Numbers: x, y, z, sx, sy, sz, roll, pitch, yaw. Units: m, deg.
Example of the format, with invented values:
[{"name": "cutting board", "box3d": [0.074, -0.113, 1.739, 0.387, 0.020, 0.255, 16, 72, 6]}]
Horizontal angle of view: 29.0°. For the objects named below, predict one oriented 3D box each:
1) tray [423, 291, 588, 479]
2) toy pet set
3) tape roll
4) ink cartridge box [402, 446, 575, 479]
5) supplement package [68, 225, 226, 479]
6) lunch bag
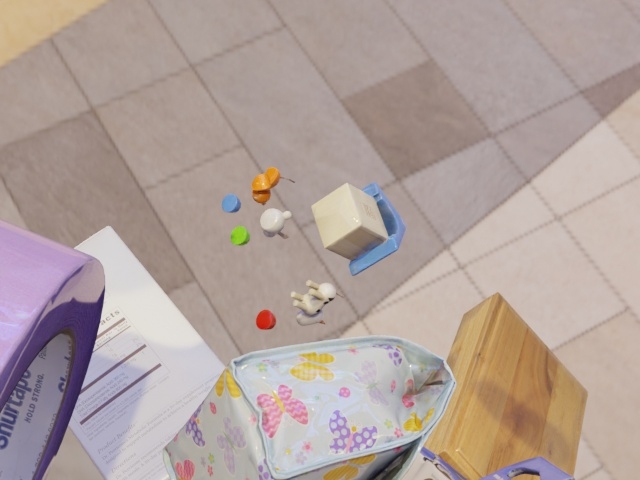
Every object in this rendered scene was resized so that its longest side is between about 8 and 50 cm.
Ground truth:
[{"name": "tray", "box3d": [0.242, 0.244, 1.608, 0.203, 0.076, 0.411, 48, 27, -8]}, {"name": "toy pet set", "box3d": [0.000, 0.000, 0.930, 0.114, 0.065, 0.122, -32, 57, 24]}, {"name": "tape roll", "box3d": [-0.218, 0.121, 0.702, 0.090, 0.275, 0.274, 23, 61, 1]}, {"name": "ink cartridge box", "box3d": [0.057, 0.330, 1.100, 0.151, 0.270, 0.395, 40, 86, -6]}, {"name": "supplement package", "box3d": [-0.161, 0.131, 1.089, 0.134, 0.139, 0.244, -35, 59, -13]}, {"name": "lunch bag", "box3d": [0.000, 0.068, 0.416, 0.083, 0.071, 0.053, -7, 61, -35]}]
